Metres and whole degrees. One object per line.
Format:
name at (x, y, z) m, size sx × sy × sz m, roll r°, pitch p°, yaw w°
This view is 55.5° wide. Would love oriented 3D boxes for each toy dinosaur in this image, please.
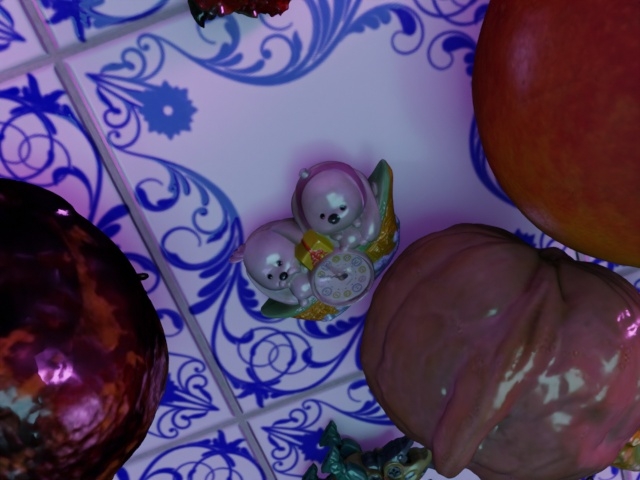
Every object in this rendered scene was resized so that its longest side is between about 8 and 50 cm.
toy dinosaur at (0.037, 0.359, 0.834) m, size 0.153 × 0.094 × 0.259 m, roll 32°, pitch 101°, yaw -9°

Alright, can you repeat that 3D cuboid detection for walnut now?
walnut at (0.189, 0.122, 0.653) m, size 0.296 × 0.285 × 0.285 m, roll 28°, pitch 109°, yaw 21°

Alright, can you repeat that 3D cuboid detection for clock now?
clock at (0.000, 0.000, 0.688) m, size 0.144 × 0.103 × 0.231 m, roll 34°, pitch 104°, yaw -27°

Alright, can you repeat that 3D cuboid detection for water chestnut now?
water chestnut at (-0.328, 0.131, 0.610) m, size 0.335 × 0.335 × 0.347 m, roll 18°, pitch 137°, yaw -14°

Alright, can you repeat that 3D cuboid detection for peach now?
peach at (0.321, -0.173, 0.539) m, size 0.388 × 0.388 × 0.388 m, roll -3°, pitch 111°, yaw -7°

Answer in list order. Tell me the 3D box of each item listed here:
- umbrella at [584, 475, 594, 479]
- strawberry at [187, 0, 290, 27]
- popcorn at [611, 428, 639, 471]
umbrella at (0.396, 0.435, 0.944) m, size 0.044 × 0.044 × 0.269 m, roll 12°, pitch 111°, yaw 20°
strawberry at (-0.064, -0.286, 0.580) m, size 0.192 × 0.085 × 0.140 m, roll -11°, pitch 110°, yaw -5°
popcorn at (0.384, 0.179, 0.765) m, size 0.204 × 0.184 × 0.221 m, roll -32°, pitch 113°, yaw -25°
